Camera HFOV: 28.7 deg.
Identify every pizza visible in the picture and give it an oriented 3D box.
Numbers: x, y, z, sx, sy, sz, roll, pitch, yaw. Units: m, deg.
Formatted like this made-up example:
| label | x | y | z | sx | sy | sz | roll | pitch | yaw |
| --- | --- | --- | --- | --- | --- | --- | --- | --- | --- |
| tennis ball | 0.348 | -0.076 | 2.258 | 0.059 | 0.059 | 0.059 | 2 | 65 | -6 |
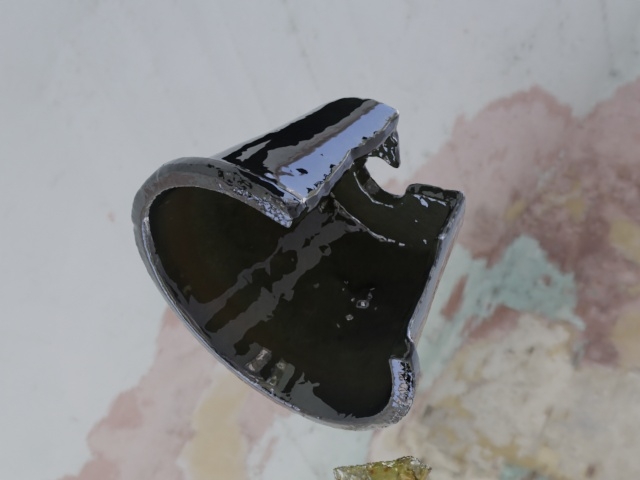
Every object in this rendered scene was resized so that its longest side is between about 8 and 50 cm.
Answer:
| label | x | y | z | sx | sy | sz | roll | pitch | yaw |
| --- | --- | --- | --- | --- | --- | --- | --- | --- | --- |
| pizza | 0.048 | 0.258 | 1.266 | 0.108 | 0.026 | 0.123 | 32 | -73 | -36 |

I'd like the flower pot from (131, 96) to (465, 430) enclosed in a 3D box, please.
| label | x | y | z | sx | sy | sz | roll | pitch | yaw |
| --- | --- | --- | --- | --- | --- | --- | --- | --- | --- |
| flower pot | 0.000 | 0.000 | 1.404 | 0.251 | 0.379 | 0.379 | -50 | -37 | -31 |
